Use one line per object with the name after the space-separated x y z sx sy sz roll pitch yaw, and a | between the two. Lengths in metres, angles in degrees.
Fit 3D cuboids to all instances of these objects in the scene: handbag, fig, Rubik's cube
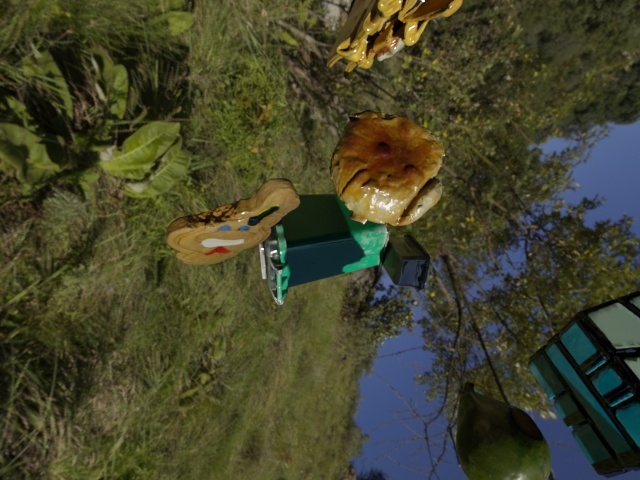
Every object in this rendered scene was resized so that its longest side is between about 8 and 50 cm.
0.160 -0.451 0.737 0.283 0.133 0.401 -56 -161 -6 | handbag
0.370 0.426 0.886 0.195 0.195 0.245 -41 -140 4 | fig
0.676 0.289 0.870 0.293 0.289 0.284 -15 145 -7 | Rubik's cube

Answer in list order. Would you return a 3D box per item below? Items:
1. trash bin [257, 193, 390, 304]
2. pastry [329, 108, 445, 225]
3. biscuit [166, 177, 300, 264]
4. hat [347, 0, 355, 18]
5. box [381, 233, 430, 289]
0.000 0.000 1.255 0.380 0.296 0.259 -9 141 -9 | trash bin
0.121 -0.140 0.760 0.218 0.229 0.100 -27 161 -16 | pastry
-0.163 -0.022 0.752 0.319 0.047 0.183 -26 160 27 | biscuit
0.155 -0.533 0.990 0.193 0.082 0.193 -40 151 -27 | hat
0.249 0.062 1.244 0.172 0.092 0.124 -113 -153 -63 | box
